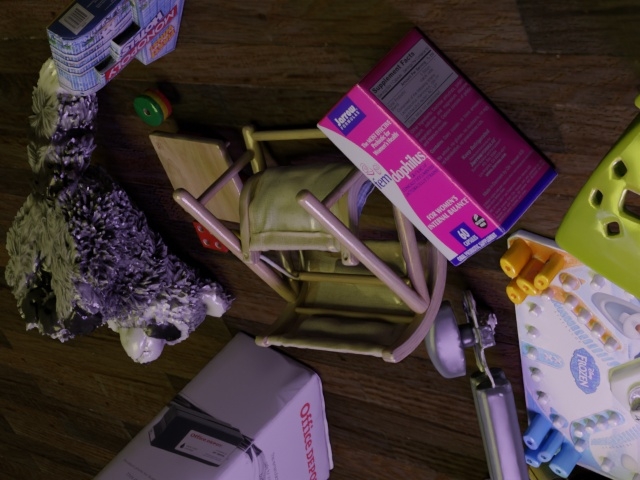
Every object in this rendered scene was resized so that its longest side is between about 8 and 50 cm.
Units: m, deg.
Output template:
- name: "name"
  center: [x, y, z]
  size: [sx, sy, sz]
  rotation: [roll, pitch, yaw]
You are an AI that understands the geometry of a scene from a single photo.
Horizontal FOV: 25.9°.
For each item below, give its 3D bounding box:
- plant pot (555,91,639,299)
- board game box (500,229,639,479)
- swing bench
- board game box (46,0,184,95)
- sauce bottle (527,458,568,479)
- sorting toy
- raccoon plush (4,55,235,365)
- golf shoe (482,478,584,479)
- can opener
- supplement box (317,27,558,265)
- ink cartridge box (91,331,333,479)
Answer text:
- name: "plant pot"
  center: [0.363, -0.067, 1.155]
  size: [0.228, 0.227, 0.207]
  rotation: [33, 141, 17]
- name: "board game box"
  center: [0.391, 0.196, 1.595]
  size: [0.390, 0.050, 0.390]
  rotation: [21, 142, 32]
- name: "swing bench"
  center: [0.000, 0.000, 1.680]
  size: [0.253, 0.165, 0.254]
  rotation: [2, 129, 47]
- name: "board game box"
  center: [-0.230, -0.255, 1.652]
  size: [0.060, 0.194, 0.194]
  rotation: [38, 162, 10]
- name: "sauce bottle"
  center: [0.304, 0.322, 1.791]
  size: [0.042, 0.042, 0.128]
  rotation: [59, -179, -25]
- name: "sorting toy"
  center: [-0.143, -0.086, 1.851]
  size: [0.132, 0.046, 0.274]
  rotation: [11, 136, 40]
- name: "raccoon plush"
  center: [-0.259, -0.032, 1.993]
  size: [0.216, 0.299, 0.446]
  rotation: [34, 118, 42]
- name: "golf shoe"
  center: [0.303, 0.395, 1.849]
  size: [0.306, 0.140, 0.115]
  rotation: [-13, 118, 52]
- name: "can opener"
  center: [0.197, 0.191, 1.717]
  size: [0.074, 0.093, 0.280]
  rotation: [-97, -10, -73]
- name: "supplement box"
  center: [0.123, -0.098, 1.483]
  size: [0.220, 0.114, 0.111]
  rotation: [46, 149, -2]
- name: "ink cartridge box"
  center: [-0.170, 0.378, 2.110]
  size: [0.166, 0.395, 0.285]
  rotation: [28, 145, 27]
